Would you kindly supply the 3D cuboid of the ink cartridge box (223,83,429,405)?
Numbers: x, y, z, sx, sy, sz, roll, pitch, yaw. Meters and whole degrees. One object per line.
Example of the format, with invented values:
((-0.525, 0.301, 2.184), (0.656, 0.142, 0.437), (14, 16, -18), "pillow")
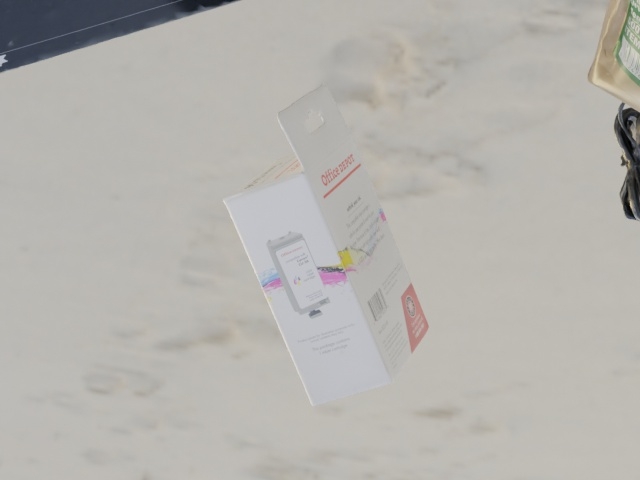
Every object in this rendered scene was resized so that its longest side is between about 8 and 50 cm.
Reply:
((0.000, 0.000, 1.116), (0.067, 0.198, 0.115), (-18, -170, 21), "ink cartridge box")

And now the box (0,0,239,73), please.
((-0.123, -0.234, 1.044), (0.261, 0.103, 0.184), (-18, 146, -9), "box")

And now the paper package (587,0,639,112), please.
((0.375, -0.151, 0.941), (0.325, 0.309, 0.168), (36, 157, 22), "paper package")

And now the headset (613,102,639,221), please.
((0.486, -0.119, 1.646), (0.394, 0.185, 0.243), (-4, 176, 38), "headset")
